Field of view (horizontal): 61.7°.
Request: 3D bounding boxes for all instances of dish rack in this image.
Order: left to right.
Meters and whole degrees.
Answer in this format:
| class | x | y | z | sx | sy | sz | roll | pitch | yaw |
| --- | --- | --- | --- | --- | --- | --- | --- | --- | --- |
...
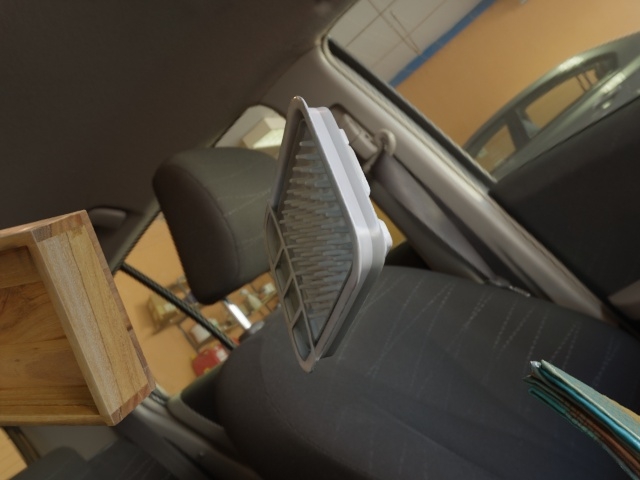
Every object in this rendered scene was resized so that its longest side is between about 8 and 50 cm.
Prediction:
| class | x | y | z | sx | sy | sz | roll | pitch | yaw |
| --- | --- | --- | --- | --- | --- | --- | --- | --- | --- |
| dish rack | 0.000 | 0.000 | 0.752 | 0.072 | 0.285 | 0.333 | -7 | -34 | -19 |

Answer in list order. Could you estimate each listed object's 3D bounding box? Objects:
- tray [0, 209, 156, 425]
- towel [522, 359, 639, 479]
| class | x | y | z | sx | sy | sz | roll | pitch | yaw |
| --- | --- | --- | --- | --- | --- | --- | --- | --- | --- |
| tray | -0.394 | 0.102 | 0.604 | 0.411 | 0.202 | 0.076 | -9 | 16 | 24 |
| towel | 0.395 | 0.261 | 0.541 | 0.040 | 0.370 | 0.271 | -55 | 34 | 9 |
